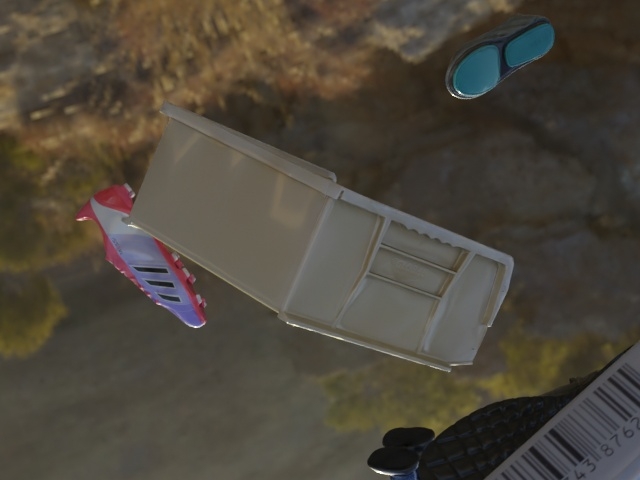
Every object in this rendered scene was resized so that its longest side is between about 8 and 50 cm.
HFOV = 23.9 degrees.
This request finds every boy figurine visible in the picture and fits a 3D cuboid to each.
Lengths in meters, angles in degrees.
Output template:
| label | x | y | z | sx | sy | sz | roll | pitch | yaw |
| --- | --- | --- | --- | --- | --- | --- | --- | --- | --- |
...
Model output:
| label | x | y | z | sx | sy | sz | roll | pitch | yaw |
| --- | --- | --- | --- | --- | --- | --- | --- | --- | --- |
| boy figurine | 0.165 | 0.407 | 2.225 | 0.092 | 0.285 | 0.177 | -1 | -145 | 33 |

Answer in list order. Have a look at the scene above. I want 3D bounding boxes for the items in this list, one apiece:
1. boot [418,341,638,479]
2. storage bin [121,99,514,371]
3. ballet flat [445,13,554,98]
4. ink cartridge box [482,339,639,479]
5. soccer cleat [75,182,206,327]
| label | x | y | z | sx | sy | sz | roll | pitch | yaw |
| --- | --- | --- | --- | --- | --- | --- | --- | --- | --- |
| boot | 0.193 | 0.169 | 1.243 | 0.247 | 0.083 | 0.161 | -24 | 162 | -10 |
| storage bin | 0.000 | 0.000 | 1.391 | 0.260 | 0.262 | 0.123 | 20 | 95 | -44 |
| ballet flat | 0.216 | -0.237 | 1.947 | 0.213 | 0.068 | 0.072 | -29 | 124 | -36 |
| ink cartridge box | 0.257 | 0.125 | 0.846 | 0.303 | 0.072 | 0.307 | -42 | 139 | -7 |
| soccer cleat | -0.253 | 0.032 | 2.168 | 0.095 | 0.248 | 0.083 | -34 | 172 | -2 |
